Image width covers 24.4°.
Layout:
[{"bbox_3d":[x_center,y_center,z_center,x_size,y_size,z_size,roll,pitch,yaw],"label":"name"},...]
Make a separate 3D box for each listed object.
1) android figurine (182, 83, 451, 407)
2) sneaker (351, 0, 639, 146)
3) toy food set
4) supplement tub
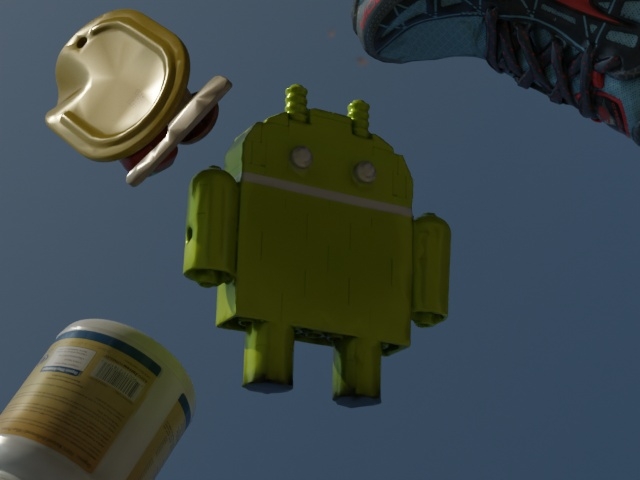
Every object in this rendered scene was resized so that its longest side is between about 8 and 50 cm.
[{"bbox_3d":[0.000,0.000,1.258,0.248,0.056,0.272,13,-111,-24],"label":"android figurine"},{"bbox_3d":[0.136,-0.108,0.735,0.104,0.262,0.125,28,-121,-63],"label":"sneaker"},{"bbox_3d":[-0.148,-0.111,1.254,0.128,0.218,0.071,-51,-45,0],"label":"toy food set"},{"bbox_3d":[-0.212,0.182,1.287,0.144,0.144,0.199,45,-129,-16],"label":"supplement tub"}]
